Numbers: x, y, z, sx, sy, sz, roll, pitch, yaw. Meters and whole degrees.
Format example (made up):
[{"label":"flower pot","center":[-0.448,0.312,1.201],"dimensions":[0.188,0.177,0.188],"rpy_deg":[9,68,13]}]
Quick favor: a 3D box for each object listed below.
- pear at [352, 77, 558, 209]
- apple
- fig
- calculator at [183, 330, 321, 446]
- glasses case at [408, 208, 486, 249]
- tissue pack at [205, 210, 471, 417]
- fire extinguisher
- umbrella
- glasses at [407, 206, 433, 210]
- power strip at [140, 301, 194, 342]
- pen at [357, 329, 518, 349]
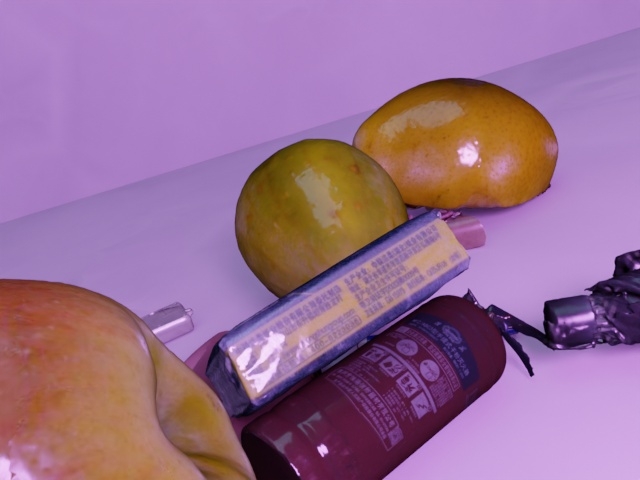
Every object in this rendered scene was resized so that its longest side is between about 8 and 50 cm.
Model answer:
[{"label":"pear","center":[0.249,-0.204,1.171],"dimensions":[0.386,0.192,0.340],"rpy_deg":[-8,29,-17]},{"label":"apple","center":[-0.198,0.181,0.395],"dimensions":[0.304,0.339,0.338],"rpy_deg":[-23,19,4]},{"label":"fig","center":[0.015,-0.002,0.928],"dimensions":[0.258,0.258,0.326],"rpy_deg":[-20,38,-9]},{"label":"calculator","center":[-0.108,0.186,0.774],"dimensions":[0.220,0.048,0.330],"rpy_deg":[-9,19,18]},{"label":"glasses case","center":[0.179,-0.021,1.076],"dimensions":[0.193,0.070,0.102],"rpy_deg":[-12,19,13]},{"label":"tissue pack","center":[0.009,0.080,0.650],"dimensions":[0.257,0.081,0.185],"rpy_deg":[-30,-9,-22]},{"label":"fire extinguisher","center":[0.094,0.150,0.632],"dimensions":[0.337,0.114,0.135],"rpy_deg":[-30,65,-30]},{"label":"umbrella","center":[0.396,0.039,0.635],"dimensions":[0.336,0.128,0.154],"rpy_deg":[-8,21,22]},{"label":"glasses","center":[0.147,-0.119,1.346],"dimensions":[0.189,0.088,0.220],"rpy_deg":[-13,19,12]},{"label":"power strip","center":[-0.303,0.159,1.043],"dimensions":[0.192,0.035,0.081],"rpy_deg":[-24,20,-19]},{"label":"pen","center":[0.143,0.120,0.787],"dimensions":[0.204,0.025,0.025],"rpy_deg":[-11,20,18]}]
